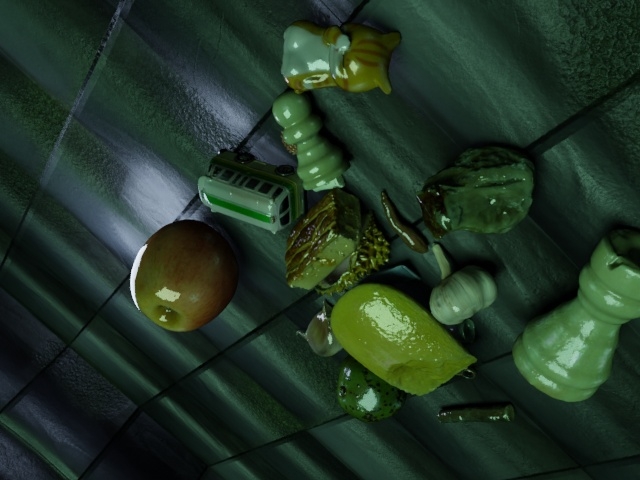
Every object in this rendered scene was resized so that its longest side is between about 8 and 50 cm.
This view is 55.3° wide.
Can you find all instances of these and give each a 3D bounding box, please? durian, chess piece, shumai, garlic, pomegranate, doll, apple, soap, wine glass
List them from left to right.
[{"bbox_3d":[-0.465,0.127,2.074,0.364,0.364,0.363,18,134,19],"label":"apple"},{"bbox_3d":[-0.038,-0.275,1.606,0.145,0.144,0.251,-15,110,40],"label":"chess piece"},{"bbox_3d":[0.006,0.339,2.131,0.129,0.148,0.266,14,141,-31],"label":"garlic"},{"bbox_3d":[0.032,-0.420,1.412,0.270,0.162,0.166,12,103,31],"label":"doll"},{"bbox_3d":[0.067,0.074,1.793,0.305,0.195,0.185,-27,116,42],"label":"durian"},{"bbox_3d":[0.181,0.474,2.032,0.254,0.271,0.254,33,130,52],"label":"pomegranate"},{"bbox_3d":[0.227,0.298,1.811,0.427,0.115,0.306,38,130,-5],"label":"soap"},{"bbox_3d":[0.381,0.276,1.846,0.155,0.073,0.073,-10,120,39],"label":"wine glass"},{"bbox_3d":[0.362,0.104,1.660,0.199,0.199,0.225,-39,74,46],"label":"garlic"},{"bbox_3d":[0.373,-0.089,1.436,0.261,0.222,0.225,-12,117,34],"label":"shumai"},{"bbox_3d":[0.665,0.183,1.490,0.234,0.234,0.441,26,133,11],"label":"chess piece"}]

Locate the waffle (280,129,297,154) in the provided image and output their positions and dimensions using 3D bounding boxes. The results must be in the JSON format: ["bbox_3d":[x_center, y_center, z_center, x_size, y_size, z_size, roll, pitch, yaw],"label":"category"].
[{"bbox_3d":[-0.073,-0.278,1.694,0.075,0.029,0.083,-3,122,34],"label":"waffle"}]

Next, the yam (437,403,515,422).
[{"bbox_3d":[0.512,0.579,2.035,0.274,0.061,0.061,-17,116,42],"label":"yam"}]

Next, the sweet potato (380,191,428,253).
[{"bbox_3d":[0.222,-0.045,1.693,0.214,0.050,0.050,49,136,-9],"label":"sweet potato"}]

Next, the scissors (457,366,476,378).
[{"bbox_3d":[0.403,0.432,2.006,0.220,0.017,0.088,-24,112,44],"label":"scissors"}]

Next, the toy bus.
[{"bbox_3d":[-0.205,-0.142,1.777,0.306,0.179,0.143,20,135,23],"label":"toy bus"}]

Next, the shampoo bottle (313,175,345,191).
[{"bbox_3d":[0.004,-0.162,1.740,0.141,0.034,0.049,-11,124,40],"label":"shampoo bottle"}]

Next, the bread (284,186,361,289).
[{"bbox_3d":[0.000,0.000,1.747,0.114,0.184,0.274,20,137,-24],"label":"bread"}]

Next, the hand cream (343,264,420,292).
[{"bbox_3d":[0.176,0.122,1.855,0.256,0.055,0.088,-16,137,40],"label":"hand cream"}]
